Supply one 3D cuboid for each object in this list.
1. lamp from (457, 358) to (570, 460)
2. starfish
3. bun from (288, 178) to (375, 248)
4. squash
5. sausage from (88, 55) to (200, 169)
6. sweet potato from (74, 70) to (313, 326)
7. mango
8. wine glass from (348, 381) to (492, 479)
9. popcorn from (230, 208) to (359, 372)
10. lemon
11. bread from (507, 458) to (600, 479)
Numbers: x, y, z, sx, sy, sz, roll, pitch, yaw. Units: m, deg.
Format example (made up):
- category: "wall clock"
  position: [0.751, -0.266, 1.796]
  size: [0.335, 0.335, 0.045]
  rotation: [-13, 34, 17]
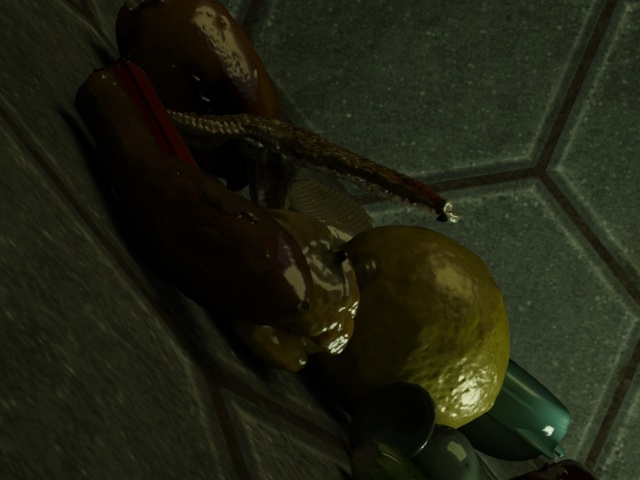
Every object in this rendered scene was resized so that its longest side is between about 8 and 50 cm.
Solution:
- category: "lamp"
  position: [0.207, 0.179, 2.011]
  size: [0.284, 0.147, 0.209]
  rotation: [58, 7, 14]
- category: "starfish"
  position: [-0.024, -0.071, 1.865]
  size: [0.383, 0.132, 0.398]
  rotation: [17, -15, 8]
- category: "bun"
  position: [0.000, 0.000, 2.145]
  size: [0.173, 0.113, 0.166]
  rotation: [10, 32, -45]
- category: "squash"
  position: [0.105, 0.276, 1.572]
  size: [0.229, 0.066, 0.066]
  rotation: [46, 8, -38]
- category: "sausage"
  position: [-0.162, -0.075, 1.564]
  size: [0.264, 0.083, 0.083]
  rotation: [58, 9, 35]
- category: "sweet potato"
  position: [-0.136, -0.033, 1.433]
  size: [0.385, 0.109, 0.109]
  rotation: [41, -1, 36]
- category: "mango"
  position: [-0.156, -0.208, 2.032]
  size: [0.201, 0.152, 0.287]
  rotation: [16, -34, 47]
- category: "wine glass"
  position: [0.127, 0.254, 1.675]
  size: [0.231, 0.103, 0.103]
  rotation: [50, 6, -41]
- category: "popcorn"
  position: [-0.034, 0.051, 1.530]
  size: [0.148, 0.152, 0.167]
  rotation: [16, 50, -29]
- category: "lemon"
  position: [0.102, 0.105, 1.753]
  size: [0.233, 0.233, 0.288]
  rotation: [57, -1, 40]
- category: "bread"
  position: [0.315, 0.389, 1.973]
  size: [0.212, 0.142, 0.224]
  rotation: [65, -14, 11]
